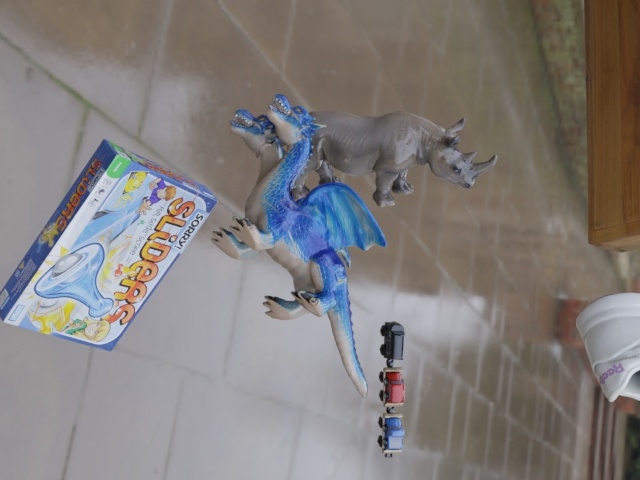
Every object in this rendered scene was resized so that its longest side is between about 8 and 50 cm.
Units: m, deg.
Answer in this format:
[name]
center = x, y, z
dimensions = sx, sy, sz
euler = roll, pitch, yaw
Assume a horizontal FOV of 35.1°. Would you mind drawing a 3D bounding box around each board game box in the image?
[board game box]
center = -0.211, 0.011, 1.006
dimensions = 0.136, 0.035, 0.201
euler = 24, 106, -46

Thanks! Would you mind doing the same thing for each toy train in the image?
[toy train]
center = 0.085, 0.173, 1.175
dimensions = 0.036, 0.027, 0.158
euler = 174, -82, -66

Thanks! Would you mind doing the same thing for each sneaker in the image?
[sneaker]
center = 0.449, 0.154, 1.178
dimensions = 0.114, 0.305, 0.152
euler = 105, -11, -47

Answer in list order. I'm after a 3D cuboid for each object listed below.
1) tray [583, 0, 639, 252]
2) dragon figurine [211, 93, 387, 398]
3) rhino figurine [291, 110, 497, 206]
[tray]
center = 0.437, -0.206, 1.296
dimensions = 0.076, 0.203, 0.410
euler = 12, 73, -32
[dragon figurine]
center = 0.000, 0.000, 0.942
dimensions = 0.144, 0.085, 0.289
euler = -42, 95, -30
[rhino figurine]
center = 0.079, -0.097, 1.154
dimensions = 0.073, 0.243, 0.106
euler = -56, 145, -59
